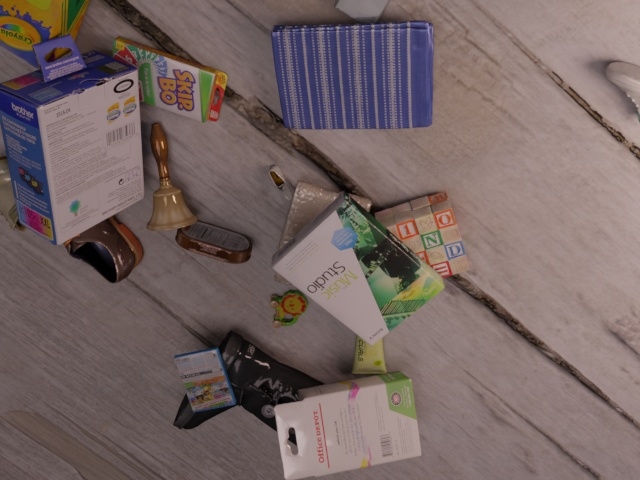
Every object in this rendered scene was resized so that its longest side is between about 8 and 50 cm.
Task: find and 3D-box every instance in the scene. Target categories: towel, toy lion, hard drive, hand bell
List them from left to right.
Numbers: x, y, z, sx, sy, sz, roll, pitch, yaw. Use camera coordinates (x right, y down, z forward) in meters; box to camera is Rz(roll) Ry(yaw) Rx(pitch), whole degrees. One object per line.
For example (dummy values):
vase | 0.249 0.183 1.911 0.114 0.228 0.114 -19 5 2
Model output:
hand bell | -0.370 -0.155 1.750 0.126 0.126 0.242 -3 107 13
toy lion | -0.080 0.175 1.907 0.096 0.034 0.100 -3 119 4
towel | 0.000 0.000 1.774 0.187 0.049 0.282 14 120 -6
towel | 0.071 -0.347 1.572 0.335 0.040 0.243 1 128 12
hard drive | 0.100 -0.508 1.491 0.094 0.022 0.135 29 120 -6

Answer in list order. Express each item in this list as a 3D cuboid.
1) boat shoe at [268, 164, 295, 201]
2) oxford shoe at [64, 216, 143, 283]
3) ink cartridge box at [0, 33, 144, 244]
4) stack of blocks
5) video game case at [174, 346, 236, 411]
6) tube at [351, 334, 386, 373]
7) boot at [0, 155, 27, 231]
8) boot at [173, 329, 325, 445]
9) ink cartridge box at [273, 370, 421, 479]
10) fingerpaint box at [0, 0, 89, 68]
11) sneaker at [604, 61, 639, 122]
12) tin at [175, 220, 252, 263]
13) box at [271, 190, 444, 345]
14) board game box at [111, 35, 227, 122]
boat shoe | -0.090 -0.129 1.733 0.035 0.035 0.100 -21 112 21
oxford shoe | -0.593 -0.047 1.821 0.130 0.133 0.364 -36 106 27
ink cartridge box | -0.528 -0.230 1.594 0.151 0.270 0.396 26 130 23
stack of blocks | 0.174 0.019 1.703 0.297 0.087 0.171 -18 119 10
video game case | -0.297 0.361 1.914 0.119 0.015 0.166 -13 108 9
tube | 0.127 0.256 1.896 0.070 0.062 0.240 28 135 35
boot | -0.787 -0.083 1.837 0.165 0.077 0.213 52 124 8
boot | -0.140 0.487 2.039 0.445 0.146 0.367 31 122 -12
ink cartridge box | 0.062 0.469 1.888 0.353 0.119 0.207 -8 93 -8
fingerpaint box | -0.672 -0.632 1.493 0.444 0.163 0.371 30 119 -6
sneaker | 0.654 -0.281 1.484 0.212 0.080 0.094 23 132 -4
tin | -0.258 0.002 1.801 0.189 0.106 0.040 17 113 0
box | 0.085 0.071 1.648 0.322 0.058 0.232 39 113 -22
board game box | -0.344 -0.355 1.660 0.259 0.039 0.124 17 122 -2
